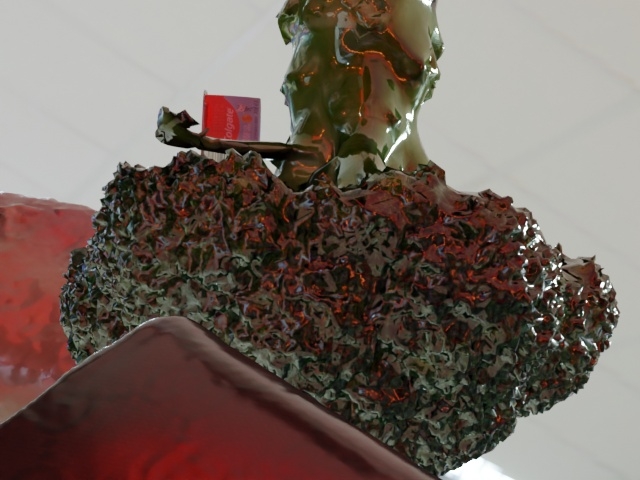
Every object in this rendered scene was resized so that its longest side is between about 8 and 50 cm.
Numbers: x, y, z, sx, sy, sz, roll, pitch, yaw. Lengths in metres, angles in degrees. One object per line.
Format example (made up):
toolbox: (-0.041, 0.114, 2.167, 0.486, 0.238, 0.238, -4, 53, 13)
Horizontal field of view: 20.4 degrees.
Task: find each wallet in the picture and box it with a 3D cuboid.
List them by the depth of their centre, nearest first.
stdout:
wallet: (-0.027, 0.123, 0.564, 0.229, 0.182, 0.049, 28, -40, 31)

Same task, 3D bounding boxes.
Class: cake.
cake: (-0.230, 0.135, 1.467, 0.230, 0.237, 0.309, 10, -51, 16)

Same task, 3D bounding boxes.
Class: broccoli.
broccoli: (0.000, 0.000, 0.954, 0.298, 0.297, 0.297, -2, -23, -1)

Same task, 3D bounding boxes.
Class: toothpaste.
toothpaste: (-0.071, -0.036, 1.348, 0.044, 0.070, 0.193, 3, -37, -4)
